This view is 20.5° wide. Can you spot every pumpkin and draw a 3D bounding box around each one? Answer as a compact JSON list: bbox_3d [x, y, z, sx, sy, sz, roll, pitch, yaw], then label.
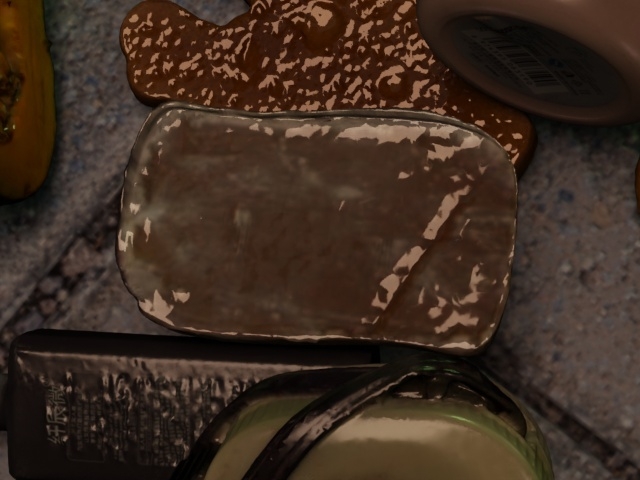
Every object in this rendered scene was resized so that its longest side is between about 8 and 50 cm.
[{"bbox_3d":[-0.253,-0.120,1.227,0.131,0.126,0.248,-3,54,16],"label":"pumpkin"}]

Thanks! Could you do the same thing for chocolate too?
[{"bbox_3d":[0.000,-0.001,1.132,0.254,0.080,0.157,4,73,11],"label":"chocolate"}]

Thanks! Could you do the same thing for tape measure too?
[{"bbox_3d":[0.004,0.181,1.045,0.271,0.133,0.231,-4,104,11],"label":"tape measure"}]

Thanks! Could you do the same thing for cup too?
[{"bbox_3d":[0.160,-0.204,1.082,0.191,0.253,0.200,17,72,22],"label":"cup"}]

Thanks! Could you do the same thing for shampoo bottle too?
[{"bbox_3d":[-0.118,0.110,1.149,0.309,0.071,0.098,2,97,8],"label":"shampoo bottle"}]

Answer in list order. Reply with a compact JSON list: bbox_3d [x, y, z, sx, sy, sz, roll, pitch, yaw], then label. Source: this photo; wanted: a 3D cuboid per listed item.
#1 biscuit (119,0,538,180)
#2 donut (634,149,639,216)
[{"bbox_3d":[0.009,-0.113,1.215,0.295,0.044,0.186,36,86,16],"label":"biscuit"},{"bbox_3d":[0.336,-0.061,1.112,0.277,0.108,0.277,-3,73,9],"label":"donut"}]
